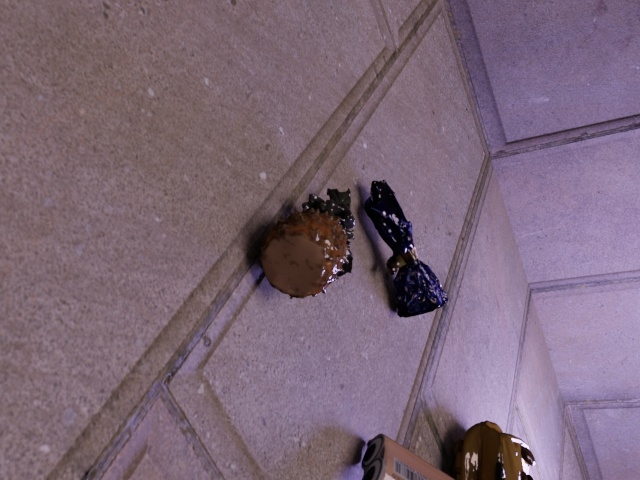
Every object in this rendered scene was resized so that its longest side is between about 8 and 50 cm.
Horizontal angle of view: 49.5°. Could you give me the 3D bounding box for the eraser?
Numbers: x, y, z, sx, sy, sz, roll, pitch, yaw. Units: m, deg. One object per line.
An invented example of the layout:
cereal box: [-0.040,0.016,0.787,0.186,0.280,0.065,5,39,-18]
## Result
eraser: [0.217,0.509,1.353,0.291,0.087,0.171,34,23,-8]

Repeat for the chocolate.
chocolate: [0.186,0.019,1.591,0.148,0.126,0.343,-43,119,-46]

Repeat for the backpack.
backpack: [0.473,0.658,1.843,0.378,0.201,0.353,38,45,-56]

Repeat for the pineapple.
pineapple: [0.000,0.000,1.250,0.170,0.141,0.310,68,22,-12]
